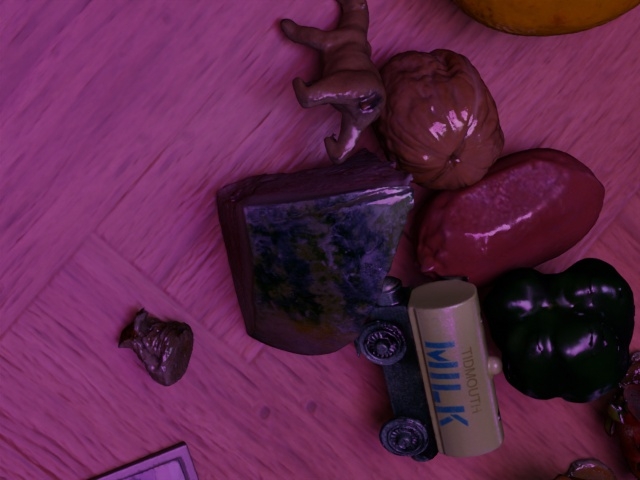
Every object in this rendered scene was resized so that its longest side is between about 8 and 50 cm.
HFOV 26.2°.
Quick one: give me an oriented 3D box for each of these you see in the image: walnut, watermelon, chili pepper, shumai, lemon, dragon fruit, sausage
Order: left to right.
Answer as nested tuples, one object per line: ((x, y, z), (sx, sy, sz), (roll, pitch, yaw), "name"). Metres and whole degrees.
((-0.197, 0.125, 1.607), (0.080, 0.082, 0.083), (9, 60, 17), "shumai")
((0.000, 0.000, 1.579), (0.193, 0.310, 0.232), (-13, 62, -14), "watermelon")
((0.134, -0.146, 1.609), (0.155, 0.184, 0.155), (-10, 131, -12), "walnut")
((0.221, -0.028, 1.660), (0.254, 0.148, 0.148), (-30, 103, -10), "sausage")
((0.264, -0.359, 1.580), (0.284, 0.260, 0.260), (11, 93, -18), "lemon")
((0.295, 0.113, 1.642), (0.174, 0.261, 0.165), (-18, 68, 9), "chili pepper")
((0.429, 0.257, 1.737), (0.142, 0.138, 0.175), (8, 122, 16), "dragon fruit")

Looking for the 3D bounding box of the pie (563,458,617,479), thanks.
((0.349, 0.326, 1.796), (0.084, 0.020, 0.084), (-2, 97, -13), "pie")

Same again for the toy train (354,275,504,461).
((0.138, 0.152, 1.627), (0.157, 0.105, 0.253), (-6, 116, 16), "toy train")

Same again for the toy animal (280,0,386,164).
((0.026, -0.201, 1.589), (0.101, 0.219, 0.103), (-25, 133, 14), "toy animal")

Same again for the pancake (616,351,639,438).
((0.434, 0.207, 1.806), (0.116, 0.022, 0.129), (6, 100, -16), "pancake")

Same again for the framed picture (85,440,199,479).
((-0.208, 0.396, 1.651), (0.192, 0.018, 0.265), (-21, 102, -11), "framed picture")

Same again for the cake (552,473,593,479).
((0.383, 0.477, 1.640), (0.314, 0.293, 0.307), (22, 90, -36), "cake")
